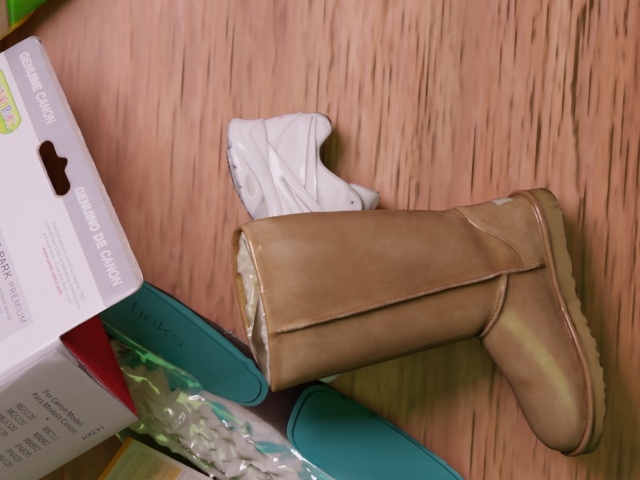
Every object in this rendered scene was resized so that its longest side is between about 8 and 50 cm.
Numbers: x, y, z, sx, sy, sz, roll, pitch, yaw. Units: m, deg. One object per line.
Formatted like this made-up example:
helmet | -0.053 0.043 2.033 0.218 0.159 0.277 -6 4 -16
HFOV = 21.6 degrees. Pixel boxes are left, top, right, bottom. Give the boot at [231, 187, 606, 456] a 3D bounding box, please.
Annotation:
boot | 0.078 0.081 1.339 0.269 0.089 0.236 -10 82 -22

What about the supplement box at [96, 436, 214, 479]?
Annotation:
supplement box | -0.128 0.208 1.339 0.098 0.036 0.062 25 58 18

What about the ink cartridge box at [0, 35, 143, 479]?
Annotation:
ink cartridge box | -0.265 0.032 1.290 0.272 0.130 0.309 -31 50 4

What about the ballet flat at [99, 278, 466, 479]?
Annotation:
ballet flat | -0.056 0.166 1.390 0.409 0.147 0.147 33 94 3

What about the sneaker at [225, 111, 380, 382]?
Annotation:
sneaker | 0.000 0.000 1.384 0.115 0.090 0.232 -15 93 -1

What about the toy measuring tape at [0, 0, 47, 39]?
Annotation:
toy measuring tape | -0.326 -0.188 1.338 0.330 0.121 0.121 -40 91 -24
